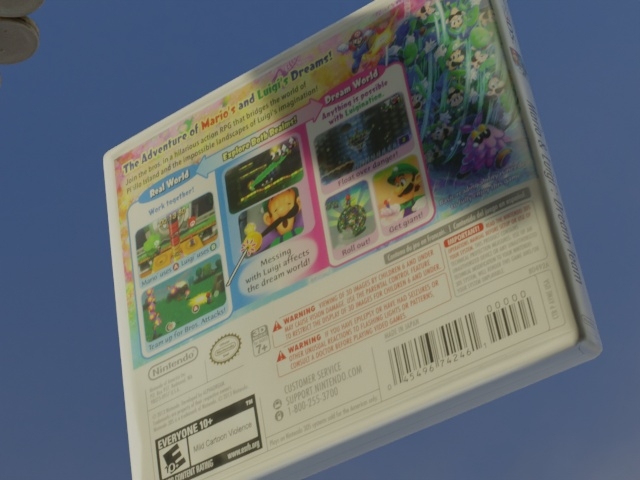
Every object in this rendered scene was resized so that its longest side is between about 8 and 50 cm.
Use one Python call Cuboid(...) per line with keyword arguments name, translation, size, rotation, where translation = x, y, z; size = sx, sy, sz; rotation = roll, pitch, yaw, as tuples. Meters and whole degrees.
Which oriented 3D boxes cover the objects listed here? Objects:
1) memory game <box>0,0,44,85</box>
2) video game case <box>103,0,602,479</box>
Cuboid(name="memory game", translation=(-0.229, -0.120, 0.750), size=(0.186, 0.186, 0.012), rotation=(-1, -123, -12))
Cuboid(name="video game case", translation=(0.000, 0.000, 0.472), size=(0.157, 0.019, 0.143), rotation=(-26, -125, 25))
